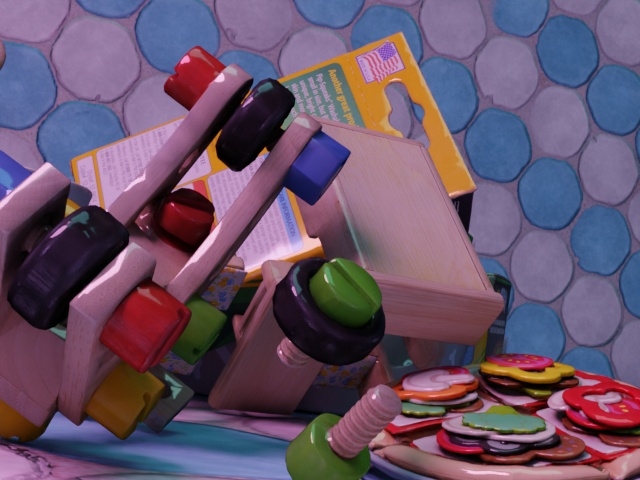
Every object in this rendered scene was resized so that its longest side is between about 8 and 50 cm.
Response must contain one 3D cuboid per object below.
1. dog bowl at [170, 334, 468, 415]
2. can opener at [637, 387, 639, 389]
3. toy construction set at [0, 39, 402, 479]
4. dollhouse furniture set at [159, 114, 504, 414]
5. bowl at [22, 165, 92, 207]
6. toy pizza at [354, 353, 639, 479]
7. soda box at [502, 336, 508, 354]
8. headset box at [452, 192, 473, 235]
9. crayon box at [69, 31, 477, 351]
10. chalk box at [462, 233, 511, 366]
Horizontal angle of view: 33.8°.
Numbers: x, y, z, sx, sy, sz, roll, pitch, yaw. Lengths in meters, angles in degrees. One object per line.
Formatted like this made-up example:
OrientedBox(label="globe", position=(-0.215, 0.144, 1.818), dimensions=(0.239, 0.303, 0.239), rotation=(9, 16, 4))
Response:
OrientedBox(label="dog bowl", position=(-0.019, 0.111, 1.076), dimensions=(0.348, 0.102, 0.349), rotation=(8, -4, 1))
OrientedBox(label="can opener", position=(0.447, 0.218, 1.364), dimensions=(0.073, 0.059, 0.186), rotation=(8, -5, 6))
OrientedBox(label="toy construction set", position=(-0.149, 0.019, 0.568), dimensions=(0.308, 0.257, 0.237), rotation=(26, -55, -20))
OrientedBox(label="dollhouse furniture set", position=(0.000, 0.062, 0.753), dimensions=(0.212, 0.242, 0.161), rotation=(10, 39, -27))
OrientedBox(label="bowl", position=(-0.347, 0.015, 0.816), dimensions=(0.311, 0.163, 0.311), rotation=(9, -4, 1))
OrientedBox(label="toy pizza", position=(0.116, 0.099, 0.618), dimensions=(0.201, 0.032, 0.201), rotation=(-2, 11, 0))
OrientedBox(label="soda box", position=(0.111, 0.158, 1.430), dimensions=(0.286, 0.098, 0.091), rotation=(9, -5, -26))
OrientedBox(label="headset box", position=(0.000, 0.000, 1.123), dimensions=(0.283, 0.131, 0.246), rotation=(8, -4, -1))
OrientedBox(label="crayon box", position=(-0.043, -0.034, 0.911), dimensions=(0.322, 0.203, 0.083), rotation=(-21, -38, 3))
OrientedBox(label="chalk box", position=(0.156, 0.095, 1.300), dimensions=(0.132, 0.213, 0.132), rotation=(6, -5, 19))
